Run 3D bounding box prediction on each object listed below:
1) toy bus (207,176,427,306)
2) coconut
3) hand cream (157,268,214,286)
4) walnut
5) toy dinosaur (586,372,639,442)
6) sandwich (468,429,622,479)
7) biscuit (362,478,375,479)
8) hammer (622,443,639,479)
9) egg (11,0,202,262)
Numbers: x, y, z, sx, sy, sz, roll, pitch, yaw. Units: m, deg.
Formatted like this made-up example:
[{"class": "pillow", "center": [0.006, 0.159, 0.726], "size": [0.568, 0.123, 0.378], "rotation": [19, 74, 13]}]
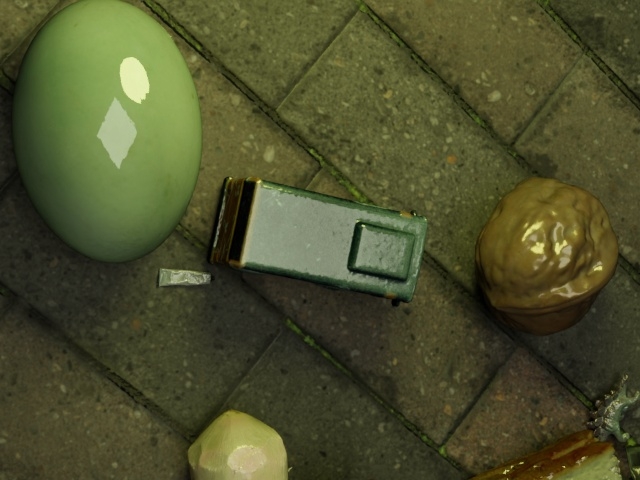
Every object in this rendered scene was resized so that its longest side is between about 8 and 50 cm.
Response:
[{"class": "toy bus", "center": [0.000, 0.000, 1.683], "size": [0.323, 0.194, 0.162], "rotation": [12, 87, -18]}, {"class": "coconut", "center": [-0.129, 0.361, 1.673], "size": [0.170, 0.171, 0.183], "rotation": [-2, 95, -18]}, {"class": "hand cream", "center": [-0.221, 0.062, 1.708], "size": [0.093, 0.019, 0.030], "rotation": [3, 93, -11]}, {"class": "walnut", "center": [0.385, 0.030, 1.792], "size": [0.227, 0.273, 0.273], "rotation": [36, 80, 15]}, {"class": "toy dinosaur", "center": [0.541, 0.349, 1.954], "size": [0.082, 0.039, 0.209], "rotation": [13, 90, -19]}, {"class": "sandwich", "center": [0.437, 0.537, 1.882], "size": [0.262, 0.131, 0.326], "rotation": [-21, 96, -18]}, {"class": "biscuit", "center": [-0.052, 0.494, 1.649], "size": [0.366, 0.268, 0.115], "rotation": [-22, 80, -15]}, {"class": "hammer", "center": [0.606, 0.489, 1.946], "size": [0.041, 0.159, 0.227], "rotation": [-12, 118, 15]}, {"class": "egg", "center": [-0.312, -0.160, 1.530], "size": [0.276, 0.276, 0.389], "rotation": [-7, 94, -18]}]
